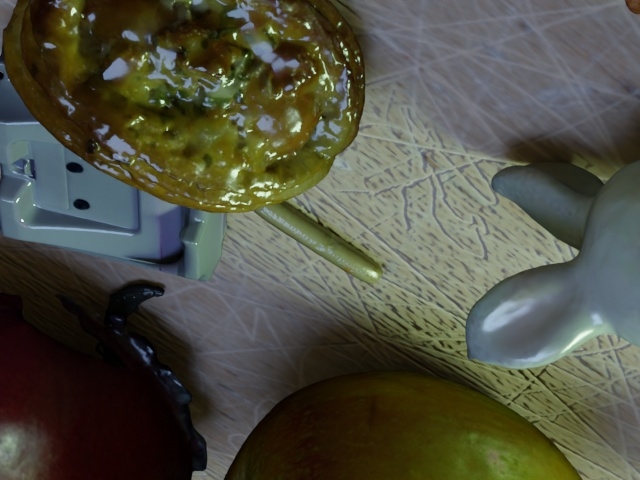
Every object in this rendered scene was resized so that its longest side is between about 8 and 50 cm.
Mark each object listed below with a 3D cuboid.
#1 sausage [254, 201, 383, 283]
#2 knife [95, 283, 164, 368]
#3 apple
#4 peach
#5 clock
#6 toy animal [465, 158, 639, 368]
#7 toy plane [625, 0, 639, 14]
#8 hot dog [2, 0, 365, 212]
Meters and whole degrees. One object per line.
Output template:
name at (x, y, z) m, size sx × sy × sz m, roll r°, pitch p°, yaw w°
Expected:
sausage at (0.000, 0.000, 1.641) m, size 0.132 × 0.024 × 0.024 m, roll 33°, pitch 141°, yaw -19°
knife at (-0.202, 0.098, 1.853) m, size 0.046 × 0.021 × 0.222 m, roll 20°, pitch 143°, yaw -9°
apple at (0.075, 0.306, 1.739) m, size 0.374 × 0.374 × 0.384 m, roll 18°, pitch 132°, yaw -1°
peach at (-0.310, 0.218, 1.841) m, size 0.339 × 0.353 × 0.416 m, roll 5°, pitch -176°, yaw 37°
clock at (-0.175, -0.060, 1.584) m, size 0.186 × 0.083 × 0.253 m, roll 13°, pitch 144°, yaw 7°
toy animal at (0.301, 0.030, 1.420) m, size 0.368 × 0.196 × 0.241 m, roll 11°, pitch 145°, yaw 4°
toy plane at (0.375, -0.133, 1.250) m, size 0.326 × 0.104 × 0.223 m, roll 26°, pitch 142°, yaw -13°
hot dog at (-0.094, -0.128, 1.408) m, size 0.272 × 0.196 × 0.122 m, roll 30°, pitch -174°, yaw -12°
